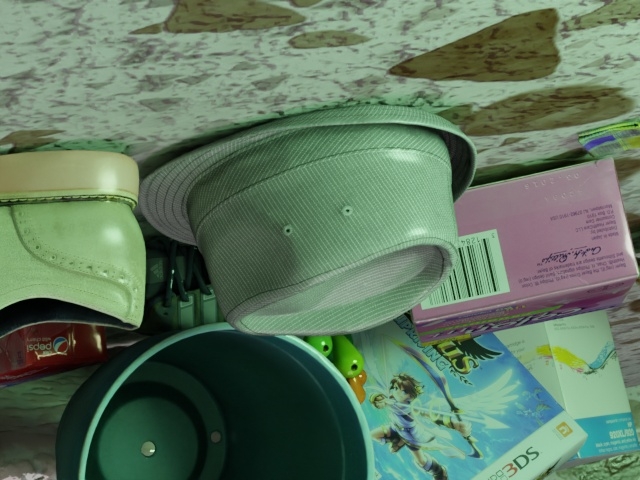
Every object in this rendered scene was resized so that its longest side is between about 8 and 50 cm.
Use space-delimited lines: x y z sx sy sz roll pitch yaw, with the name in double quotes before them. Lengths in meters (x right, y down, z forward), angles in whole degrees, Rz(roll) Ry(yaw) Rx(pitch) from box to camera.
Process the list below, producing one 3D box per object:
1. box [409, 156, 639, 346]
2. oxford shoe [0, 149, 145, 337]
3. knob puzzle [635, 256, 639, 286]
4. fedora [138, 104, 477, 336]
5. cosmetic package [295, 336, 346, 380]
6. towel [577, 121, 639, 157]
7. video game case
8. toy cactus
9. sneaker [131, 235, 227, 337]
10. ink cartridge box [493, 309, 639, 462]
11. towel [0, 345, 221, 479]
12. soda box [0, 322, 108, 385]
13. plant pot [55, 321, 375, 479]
"box" 0.185 0.017 1.887 0.213 0.117 0.243 -12 172 2
"oxford shoe" -0.322 0.031 1.435 0.397 0.146 0.140 -10 169 -6
"knob puzzle" 0.406 0.052 2.266 0.213 0.030 0.213 16 -174 -2
"fedora" 0.000 0.000 1.551 0.275 0.124 0.244 -14 155 4
"cosmetic package" -0.031 0.139 1.999 0.117 0.231 0.085 -12 161 5
"towel" 0.264 -0.090 1.739 0.060 0.009 0.083 -13 168 13
"video game case" 0.111 0.185 2.092 0.244 0.269 0.061 -32 160 -32
"toy cactus" 0.004 0.064 1.906 0.112 0.219 0.180 -4 -149 19
"sneaker" -0.096 0.034 1.776 0.300 0.111 0.121 -24 159 40
"ink cartridge box" 0.273 0.178 2.476 0.171 0.232 0.168 -20 167 36
"towel" -0.239 0.189 2.140 0.332 0.053 0.317 -4 -164 -25
"soda box" -0.294 0.088 1.808 0.083 0.092 0.263 -2 171 -33
"plant pot" -0.123 0.205 1.785 0.272 0.271 0.255 -6 -177 -22
